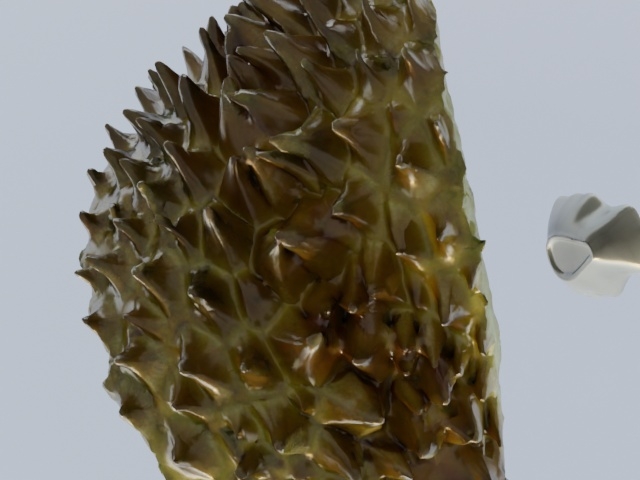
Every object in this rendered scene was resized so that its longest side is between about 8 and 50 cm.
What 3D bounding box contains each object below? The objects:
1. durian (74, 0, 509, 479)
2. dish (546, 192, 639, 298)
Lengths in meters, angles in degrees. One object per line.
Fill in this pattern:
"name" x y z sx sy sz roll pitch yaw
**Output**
"durian" 0.000 0.000 0.493 0.144 0.139 0.252 -27 -123 14
"dish" 0.217 0.008 1.209 0.039 0.137 0.091 -18 -87 -21
